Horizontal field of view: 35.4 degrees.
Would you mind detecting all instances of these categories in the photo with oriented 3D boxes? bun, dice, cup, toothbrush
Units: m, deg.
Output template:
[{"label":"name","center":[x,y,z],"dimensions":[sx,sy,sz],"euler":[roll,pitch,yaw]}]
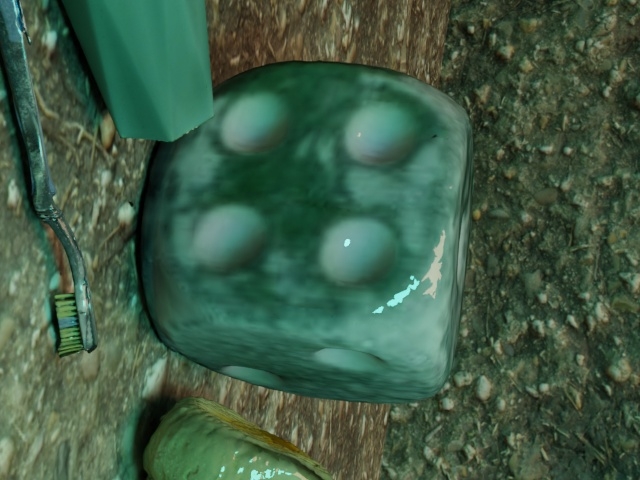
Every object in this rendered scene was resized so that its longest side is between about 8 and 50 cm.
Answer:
[{"label":"bun","center":[-0.100,0.284,1.152],"dimensions":[0.153,0.244,0.244],"euler":[-62,158,-10]},{"label":"dice","center":[0.000,0.000,1.206],"dimensions":[0.330,0.348,0.327],"euler":[71,29,-66]},{"label":"cup","center":[-0.175,-0.215,0.942],"dimensions":[0.134,0.148,0.235],"euler":[-33,139,-28]},{"label":"toothbrush","center":[-0.247,-0.074,0.878],"dimensions":[0.035,0.042,0.413],"euler":[-130,-149,-59]}]
